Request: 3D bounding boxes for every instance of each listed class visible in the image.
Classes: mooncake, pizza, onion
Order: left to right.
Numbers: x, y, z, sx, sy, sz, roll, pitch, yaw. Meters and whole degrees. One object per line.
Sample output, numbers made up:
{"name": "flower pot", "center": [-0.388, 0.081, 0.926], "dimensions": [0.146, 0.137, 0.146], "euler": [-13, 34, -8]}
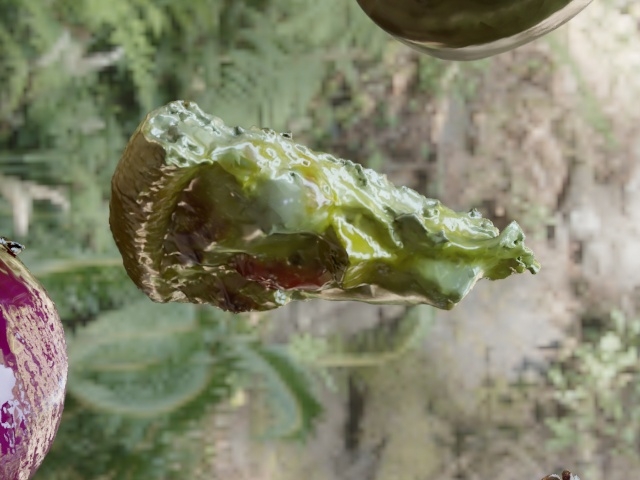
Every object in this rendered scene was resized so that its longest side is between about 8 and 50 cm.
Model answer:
{"name": "onion", "center": [-0.384, 0.068, 1.445], "dimensions": [0.348, 0.348, 0.385], "euler": [-91, 180, -60]}
{"name": "pizza", "center": [0.000, 0.000, 1.121], "dimensions": [0.280, 0.288, 0.075], "euler": [80, 19, -65]}
{"name": "mooncake", "center": [0.141, -0.264, 1.428], "dimensions": [0.117, 0.235, 0.234], "euler": [16, 72, -71]}

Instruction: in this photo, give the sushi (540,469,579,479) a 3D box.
{"name": "sushi", "center": [0.192, 0.328, 1.475], "dimensions": [0.332, 0.130, 0.124], "euler": [73, 21, -45]}
